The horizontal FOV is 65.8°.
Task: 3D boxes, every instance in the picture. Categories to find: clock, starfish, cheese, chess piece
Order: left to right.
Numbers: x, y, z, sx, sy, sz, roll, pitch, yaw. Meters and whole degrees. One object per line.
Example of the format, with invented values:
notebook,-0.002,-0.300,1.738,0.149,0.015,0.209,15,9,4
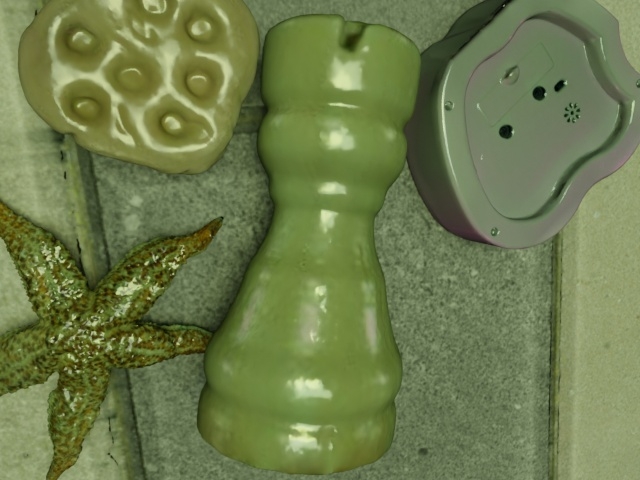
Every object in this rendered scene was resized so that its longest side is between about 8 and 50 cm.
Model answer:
starfish,-0.256,0.120,0.564,0.347,0.078,0.357,3,95,-24
cheese,-0.175,-0.173,0.515,0.235,0.117,0.217,-18,107,-11
chess piece,0.000,0.000,0.553,0.234,0.234,0.442,6,95,-18
clock,0.276,-0.154,0.667,0.339,0.102,0.338,-3,101,-17
